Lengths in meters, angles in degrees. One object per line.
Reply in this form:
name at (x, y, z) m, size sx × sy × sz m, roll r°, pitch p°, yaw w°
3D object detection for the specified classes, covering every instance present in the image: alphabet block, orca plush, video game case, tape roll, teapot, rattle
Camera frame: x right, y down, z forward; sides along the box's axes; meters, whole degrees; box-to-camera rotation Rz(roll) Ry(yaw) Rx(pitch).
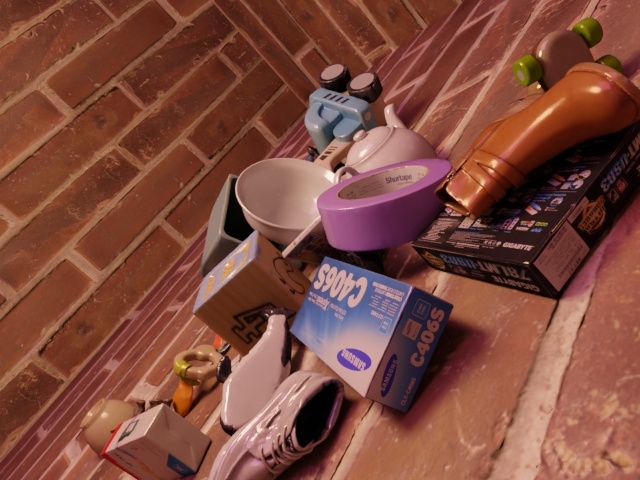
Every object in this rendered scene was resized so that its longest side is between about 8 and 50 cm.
alphabet block at (-0.149, 0.130, 1.183) m, size 0.193 × 0.197 × 0.192 m, roll -41°, pitch 19°, yaw 12°
orca plush at (-0.125, 0.261, 0.993) m, size 0.287 × 0.151 × 0.102 m, roll -91°, pitch 11°, yaw -48°
video game case at (0.000, 0.000, 1.243) m, size 0.143 × 0.157 × 0.019 m, roll -45°, pitch 61°, yaw 19°
tape roll at (0.134, -0.076, 1.021) m, size 0.274 × 0.090 × 0.275 m, roll -16°, pitch 19°, yaw 6°
teapot at (0.148, -0.190, 1.261) m, size 0.252 × 0.187 × 0.256 m, roll -41°, pitch 19°, yaw 12°
rattle at (-0.295, 0.338, 1.316) m, size 0.130 × 0.143 × 0.200 m, roll -8°, pitch 9°, yaw 8°

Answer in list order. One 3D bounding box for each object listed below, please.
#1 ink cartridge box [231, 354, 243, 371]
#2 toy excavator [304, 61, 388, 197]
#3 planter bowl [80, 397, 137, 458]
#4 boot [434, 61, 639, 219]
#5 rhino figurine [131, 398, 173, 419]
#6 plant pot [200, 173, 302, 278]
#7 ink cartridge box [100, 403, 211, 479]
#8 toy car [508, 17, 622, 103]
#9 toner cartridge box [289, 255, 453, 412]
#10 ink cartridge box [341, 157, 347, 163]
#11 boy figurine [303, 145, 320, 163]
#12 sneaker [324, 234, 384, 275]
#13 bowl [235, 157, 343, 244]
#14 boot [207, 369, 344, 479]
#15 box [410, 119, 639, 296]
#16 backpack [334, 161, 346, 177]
ink cartridge box at (-0.196, 0.299, 1.184) m, size 0.048 × 0.028 × 0.083 m, roll -41°, pitch 17°, yaw 9°
toy excavator at (0.060, -0.313, 1.628) m, size 0.445 × 0.222 × 0.433 m, roll -46°, pitch 47°, yaw -13°
planter bowl at (-0.619, 0.527, 1.478) m, size 0.162 × 0.109 × 0.162 m, roll -39°, pitch 19°, yaw 16°
boot at (0.279, -0.125, 0.709) m, size 0.220 × 0.109 × 0.283 m, roll -44°, pitch 15°, yaw -1°
rhino figurine at (-0.432, 0.451, 1.269) m, size 0.243 × 0.073 × 0.106 m, roll -24°, pitch 62°, yaw 50°
plant pot at (-0.221, 0.011, 1.486) m, size 0.252 × 0.247 × 0.247 m, roll -46°, pitch 31°, yaw 37°
ink cartridge box at (-0.353, 0.432, 1.058) m, size 0.231 × 0.134 × 0.078 m, roll -33°, pitch 22°, yaw 35°
toy car at (0.441, -0.312, 0.987) m, size 0.155 × 0.149 × 0.188 m, roll -32°, pitch 6°, yaw 1°
toner cartridge box at (0.062, 0.132, 0.842) m, size 0.165 × 0.075 × 0.348 m, roll -66°, pitch 20°, yaw -4°
ink cartridge box at (0.039, -0.309, 1.952) m, size 0.175 × 0.072 × 0.127 m, roll -42°, pitch 18°, yaw 6°
boy figurine at (-0.081, -0.206, 1.870) m, size 0.177 × 0.092 × 0.285 m, roll 49°, pitch 112°, yaw 29°
sneaker at (0.094, -0.003, 1.103) m, size 0.124 × 0.107 × 0.283 m, roll -39°, pitch 17°, yaw -1°
bowl at (-0.077, -0.081, 1.348) m, size 0.298 × 0.297 × 0.134 m, roll -65°, pitch -11°, yaw -47°
boot at (-0.066, 0.303, 0.769) m, size 0.258 × 0.095 × 0.123 m, roll -52°, pitch 12°, yaw -26°
box at (0.319, -0.066, 0.790) m, size 0.293 × 0.073 × 0.295 m, roll -47°, pitch 17°, yaw -11°
backpack at (0.029, -0.221, 1.740) m, size 0.101 × 0.098 × 0.120 m, roll -26°, pitch 26°, yaw 54°
